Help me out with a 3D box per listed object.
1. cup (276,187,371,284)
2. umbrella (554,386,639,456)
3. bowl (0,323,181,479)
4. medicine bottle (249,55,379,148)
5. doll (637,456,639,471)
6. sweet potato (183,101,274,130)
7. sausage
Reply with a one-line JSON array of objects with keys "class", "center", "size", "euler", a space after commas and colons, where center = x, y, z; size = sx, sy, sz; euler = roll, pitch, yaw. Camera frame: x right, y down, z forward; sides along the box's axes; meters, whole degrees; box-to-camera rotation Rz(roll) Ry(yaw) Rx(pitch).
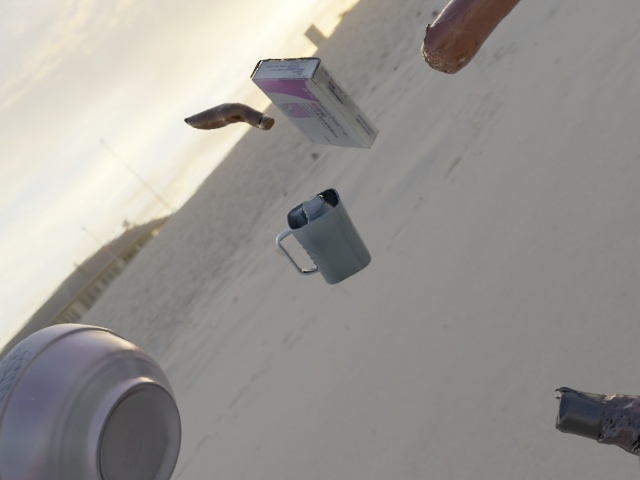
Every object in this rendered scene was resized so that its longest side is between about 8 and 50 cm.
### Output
[{"class": "cup", "center": [0.000, 0.000, 1.325], "size": [0.128, 0.129, 0.095], "euler": [-30, 23, 4]}, {"class": "umbrella", "center": [0.432, 0.223, 0.929], "size": [0.094, 0.326, 0.090], "euler": [76, -152, -52]}, {"class": "bowl", "center": [-0.280, 0.251, 1.025], "size": [0.144, 0.287, 0.287], "euler": [1, 31, 30]}, {"class": "medicine bottle", "center": [-0.007, -0.247, 1.461], "size": [0.171, 0.201, 0.052], "euler": [13, 67, 45]}, {"class": "doll", "center": [0.809, 0.452, 1.638], "size": [0.215, 0.226, 0.370], "euler": [1, -20, -21]}, {"class": "sweet potato", "center": [-0.131, -0.181, 1.183], "size": [0.179, 0.044, 0.044], "euler": [4, 38, 36]}, {"class": "sausage", "center": [0.319, -0.436, 1.310], "size": [0.419, 0.094, 0.094], "euler": [-46, 5, -4]}]
